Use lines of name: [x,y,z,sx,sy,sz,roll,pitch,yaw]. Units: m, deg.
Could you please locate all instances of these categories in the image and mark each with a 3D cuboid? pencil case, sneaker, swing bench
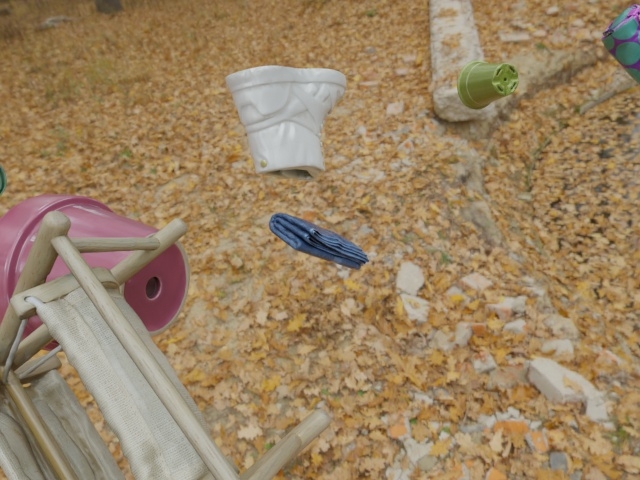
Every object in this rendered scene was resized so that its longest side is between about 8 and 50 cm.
pencil case: [0.503,-0.282,0.763,0.064,0.152,0.070,-44,3,-6]
sneaker: [-0.031,-0.179,0.788,0.108,0.169,0.292,-7,12,31]
swing bench: [-0.177,0.152,0.433,0.254,0.165,0.253,-44,77,15]

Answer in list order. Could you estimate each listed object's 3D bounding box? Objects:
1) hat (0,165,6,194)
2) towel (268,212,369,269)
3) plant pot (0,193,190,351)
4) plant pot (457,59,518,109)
hat: [-0.510,-0.167,0.646,0.208,0.184,0.173,20,32,-25]
towel: [0.000,0.000,0.564,0.067,0.119,0.029,33,99,40]
plant pot: [-0.276,0.045,0.628,0.180,0.202,0.201,5,38,20]
plant pot: [0.287,-0.266,0.839,0.083,0.083,0.079,-22,17,-13]
